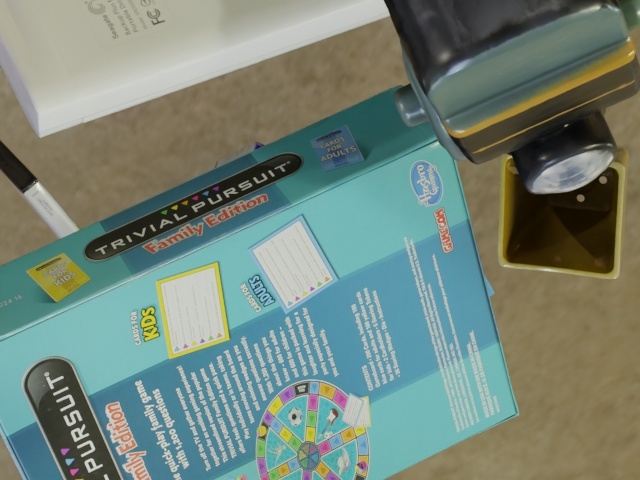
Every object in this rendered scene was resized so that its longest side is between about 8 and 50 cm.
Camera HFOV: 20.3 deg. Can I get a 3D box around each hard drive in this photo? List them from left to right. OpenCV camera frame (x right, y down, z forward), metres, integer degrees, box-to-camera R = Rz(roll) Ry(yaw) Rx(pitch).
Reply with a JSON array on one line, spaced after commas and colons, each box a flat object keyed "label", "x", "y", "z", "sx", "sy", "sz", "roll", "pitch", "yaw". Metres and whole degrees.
[{"label": "hard drive", "x": -0.081, "y": -0.202, "z": 1.173, "sx": 0.308, "sy": 0.040, "sz": 0.203, "roll": -21, "pitch": 65, "yaw": -18}]

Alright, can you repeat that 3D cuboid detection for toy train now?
[{"label": "toy train", "x": 0.065, "y": -0.187, "z": 0.914, "sx": 0.142, "sy": 0.190, "sz": 0.334, "roll": -22, "pitch": 72, "yaw": 8}]

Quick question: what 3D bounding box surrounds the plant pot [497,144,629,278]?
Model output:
[{"label": "plant pot", "x": 0.169, "y": -0.030, "z": 1.198, "sx": 0.082, "sy": 0.081, "sz": 0.083, "roll": 7, "pitch": 22, "yaw": 18}]

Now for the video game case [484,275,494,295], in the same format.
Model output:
[{"label": "video game case", "x": 0.104, "y": -0.035, "z": 1.650, "sx": 0.015, "sy": 0.119, "sz": 0.166, "roll": -31, "pitch": 53, "yaw": 4}]

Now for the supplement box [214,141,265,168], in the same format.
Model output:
[{"label": "supplement box", "x": 0.000, "y": 0.000, "z": 1.754, "sx": 0.220, "sy": 0.114, "sz": 0.111, "roll": 21, "pitch": 75, "yaw": -20}]

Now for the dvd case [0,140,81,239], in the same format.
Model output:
[{"label": "dvd case", "x": -0.250, "y": -0.003, "z": 1.784, "sx": 0.022, "sy": 0.180, "sz": 0.253, "roll": -42, "pitch": 126, "yaw": -7}]

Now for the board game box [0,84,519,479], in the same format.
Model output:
[{"label": "board game box", "x": -0.051, "y": 0.078, "z": 1.199, "sx": 0.336, "sy": 0.253, "sz": 0.079, "roll": -25, "pitch": 36, "yaw": -11}]
